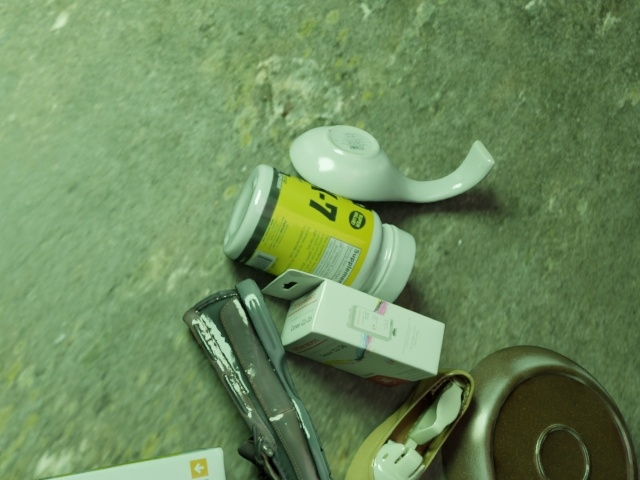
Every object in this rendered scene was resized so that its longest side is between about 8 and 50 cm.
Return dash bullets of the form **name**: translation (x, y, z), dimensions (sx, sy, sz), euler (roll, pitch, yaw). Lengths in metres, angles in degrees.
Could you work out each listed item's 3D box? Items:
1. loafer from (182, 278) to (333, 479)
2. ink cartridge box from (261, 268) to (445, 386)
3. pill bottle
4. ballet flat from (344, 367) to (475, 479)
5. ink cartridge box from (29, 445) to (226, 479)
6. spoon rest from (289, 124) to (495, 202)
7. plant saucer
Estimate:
- **loafer**: translation (-0.062, 0.194, 0.770), dimensions (0.095, 0.109, 0.302), euler (-20, 74, -9)
- **ink cartridge box**: translation (0.028, 0.106, 0.820), dimensions (0.198, 0.115, 0.067), euler (22, 65, -15)
- **pill bottle**: translation (0.000, 0.000, 0.843), dimensions (0.209, 0.119, 0.119), euler (22, 64, -16)
- **ballet flat**: translation (0.107, 0.236, 0.833), dimensions (0.080, 0.073, 0.232), euler (43, 61, -4)
- **ink cartridge box**: translation (-0.222, 0.369, 0.644), dimensions (0.307, 0.072, 0.303), euler (-3, 76, -23)
- **spoon rest**: translation (0.092, -0.095, 0.937), dimensions (0.277, 0.084, 0.137), euler (1, 41, -19)
- **plant saucer**: translation (0.304, 0.287, 0.920), dimensions (0.311, 0.050, 0.310), euler (9, 68, -21)
